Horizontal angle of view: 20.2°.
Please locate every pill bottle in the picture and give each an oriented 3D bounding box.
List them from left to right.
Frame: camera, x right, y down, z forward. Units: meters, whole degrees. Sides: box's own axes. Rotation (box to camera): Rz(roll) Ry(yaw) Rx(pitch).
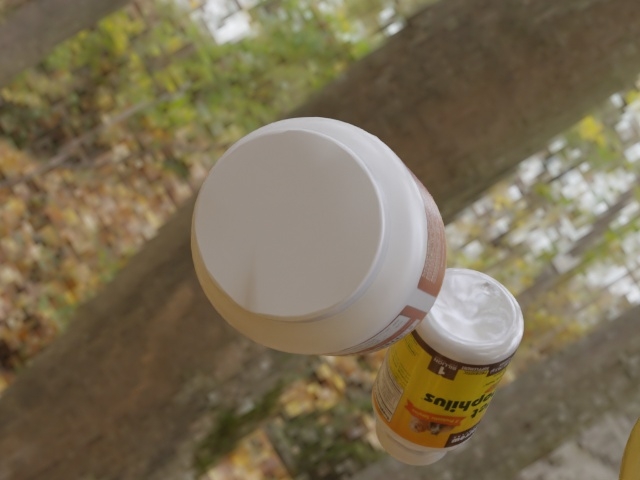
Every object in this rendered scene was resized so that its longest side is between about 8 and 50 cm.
[{"bbox_3d":[0.000,0.000,0.941,0.121,0.121,0.216,58,4,8],"label":"pill bottle"},{"bbox_3d":[0.122,0.135,1.821,0.117,0.117,0.215,56,-33,30],"label":"pill bottle"}]

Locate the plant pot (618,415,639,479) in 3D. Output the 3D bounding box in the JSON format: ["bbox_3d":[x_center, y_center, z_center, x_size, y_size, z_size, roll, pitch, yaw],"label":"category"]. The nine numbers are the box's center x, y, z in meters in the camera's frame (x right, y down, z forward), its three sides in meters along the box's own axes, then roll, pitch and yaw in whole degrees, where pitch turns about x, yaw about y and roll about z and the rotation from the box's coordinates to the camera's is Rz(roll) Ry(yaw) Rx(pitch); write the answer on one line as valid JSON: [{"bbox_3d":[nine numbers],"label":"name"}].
[{"bbox_3d":[0.287,0.228,1.022,0.254,0.254,0.239,63,29,-33],"label":"plant pot"}]
